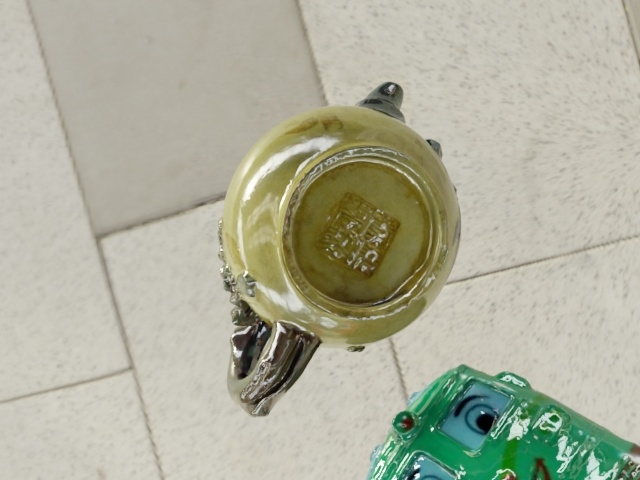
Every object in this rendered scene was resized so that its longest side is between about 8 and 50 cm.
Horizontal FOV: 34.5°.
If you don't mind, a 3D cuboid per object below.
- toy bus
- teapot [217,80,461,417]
[{"bbox_3d":[0.152,0.239,0.890,0.199,0.343,0.184,32,74,22],"label":"toy bus"},{"bbox_3d":[0.000,0.000,0.767,0.173,0.182,0.270,28,87,-17],"label":"teapot"}]
